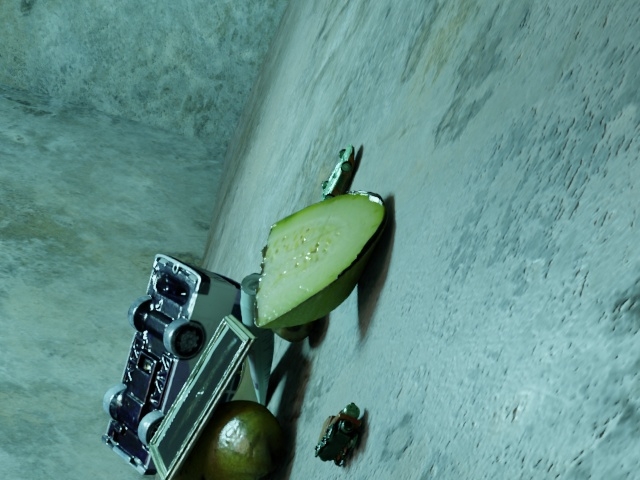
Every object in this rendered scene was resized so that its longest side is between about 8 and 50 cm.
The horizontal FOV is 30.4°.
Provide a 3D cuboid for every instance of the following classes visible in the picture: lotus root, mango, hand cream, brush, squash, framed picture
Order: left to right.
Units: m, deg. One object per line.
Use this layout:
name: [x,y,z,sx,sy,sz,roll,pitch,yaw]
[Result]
framed picture: [-0.210,0.269,2.032,0.293,0.018,0.231,-59,16,-3]
mango: [-0.160,0.365,2.011,0.177,0.175,0.329,59,148,18]
brush: [-0.144,0.309,2.281,0.065,0.070,0.328,103,178,-56]
hand cream: [-0.106,0.187,2.130,0.331,0.058,0.085,86,-177,-47]
lotus root: [-0.046,0.124,1.970,0.089,0.080,0.179,-60,13,7]
squash: [0.000,0.000,1.727,0.237,0.204,0.155,-85,-8,-47]

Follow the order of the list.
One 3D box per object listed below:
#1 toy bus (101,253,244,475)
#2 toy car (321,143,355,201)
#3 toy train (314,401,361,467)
toy bus: [-0.286,0.270,2.546,0.209,0.249,0.440,22,97,51]
toy car: [0.034,-0.109,2.022,0.122,0.035,0.059,-60,16,24]
toy train: [0.025,0.250,1.533,0.103,0.044,0.064,120,173,-54]
